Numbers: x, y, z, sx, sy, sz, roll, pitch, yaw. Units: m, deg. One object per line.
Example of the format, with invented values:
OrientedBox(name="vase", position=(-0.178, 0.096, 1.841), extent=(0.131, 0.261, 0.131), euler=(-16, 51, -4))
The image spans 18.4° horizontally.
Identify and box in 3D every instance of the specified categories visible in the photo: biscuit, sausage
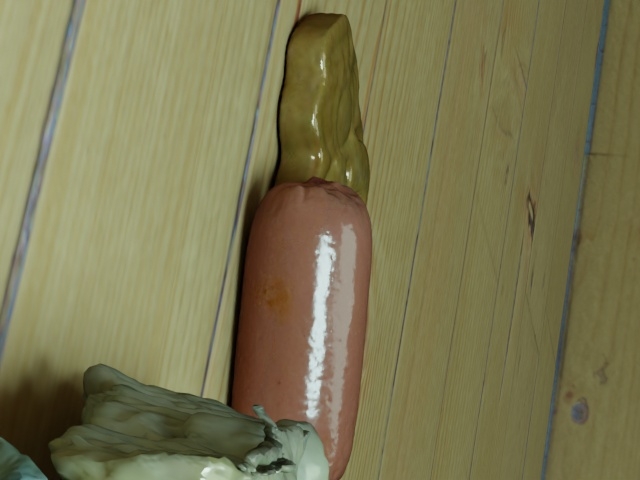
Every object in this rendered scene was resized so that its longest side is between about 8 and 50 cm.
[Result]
OrientedBox(name="biscuit", position=(-0.034, 0.128, 0.641), extent=(0.281, 0.084, 0.179), euler=(-139, -136, -87))
OrientedBox(name="sausage", position=(-0.009, 0.047, 0.943), extent=(0.062, 0.062, 0.154), euler=(-15, 111, -77))
OrientedBox(name="biscuit", position=(0.001, -0.002, 1.046), extent=(0.144, 0.040, 0.236), euler=(-68, 163, -69))

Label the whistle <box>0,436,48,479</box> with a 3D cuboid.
OrientedBox(name="whistle", position=(-0.139, 0.133, 0.380), extent=(0.068, 0.057, 0.326), euler=(-42, -171, 28))
